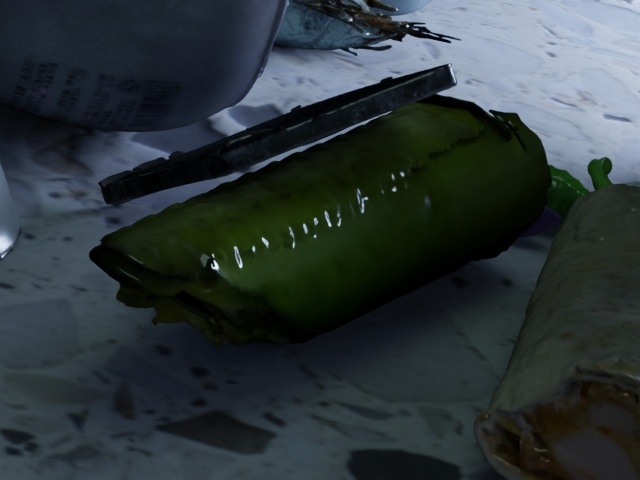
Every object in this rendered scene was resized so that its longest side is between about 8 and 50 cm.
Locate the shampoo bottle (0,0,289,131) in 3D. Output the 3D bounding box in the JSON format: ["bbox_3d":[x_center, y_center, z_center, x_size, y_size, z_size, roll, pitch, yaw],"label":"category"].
[{"bbox_3d":[-0.164,-0.217,1.224,0.266,0.273,0.273,10,25,-18],"label":"shampoo bottle"}]

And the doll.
[{"bbox_3d":[0.169,-0.032,1.262,0.190,0.050,0.115,16,29,12],"label":"doll"}]

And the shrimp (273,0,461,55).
[{"bbox_3d":[0.008,-0.196,1.503,0.232,0.079,0.090,14,-13,-3],"label":"shrimp"}]

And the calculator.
[{"bbox_3d":[-0.033,-0.063,1.062,0.161,0.021,0.261,-22,6,-19],"label":"calculator"}]

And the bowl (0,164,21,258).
[{"bbox_3d":[-0.272,-0.054,1.064,0.189,0.086,0.189,9,25,-4],"label":"bowl"}]

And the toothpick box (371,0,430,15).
[{"bbox_3d":[-0.001,-0.334,1.618,0.354,0.263,0.263,15,25,3],"label":"toothpick box"}]

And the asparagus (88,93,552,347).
[{"bbox_3d":[0.000,0.000,1.035,0.108,0.128,0.382,49,39,14],"label":"asparagus"}]

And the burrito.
[{"bbox_3d":[0.185,0.059,1.018,0.143,0.105,0.299,14,27,13],"label":"burrito"}]
